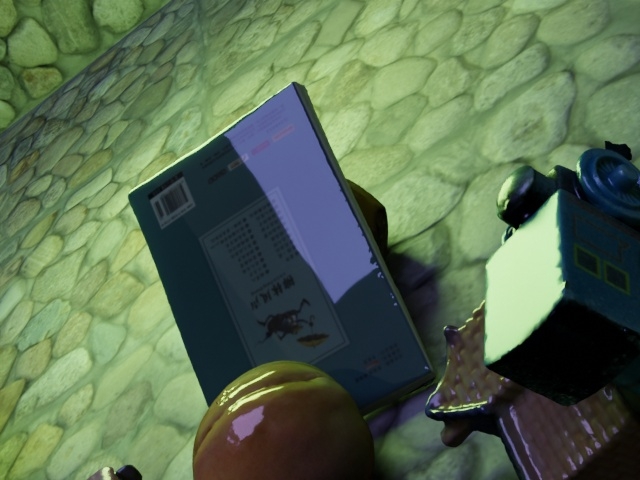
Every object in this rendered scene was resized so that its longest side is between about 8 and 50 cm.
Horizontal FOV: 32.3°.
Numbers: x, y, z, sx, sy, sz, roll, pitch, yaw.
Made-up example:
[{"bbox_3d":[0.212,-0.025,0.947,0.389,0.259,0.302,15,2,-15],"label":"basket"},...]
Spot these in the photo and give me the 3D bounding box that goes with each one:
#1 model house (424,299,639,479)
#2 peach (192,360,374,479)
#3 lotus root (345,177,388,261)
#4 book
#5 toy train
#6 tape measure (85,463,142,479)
[{"bbox_3d":[0.195,0.143,0.914,0.172,0.166,0.183,-48,41,22],"label":"model house"},{"bbox_3d":[-0.040,0.209,1.077,0.184,0.184,0.184,-30,31,21],"label":"peach"},{"bbox_3d":[0.000,0.001,1.344,0.180,0.199,0.188,1,87,19],"label":"lotus root"},{"bbox_3d":[-0.057,0.043,1.233,0.264,0.031,0.379,-31,69,20],"label":"book"},{"bbox_3d":[0.252,0.061,0.796,0.120,0.298,0.194,-51,19,40],"label":"toy train"},{"bbox_3d":[-0.251,0.375,1.144,0.245,0.149,0.231,-36,26,-4],"label":"tape measure"}]
